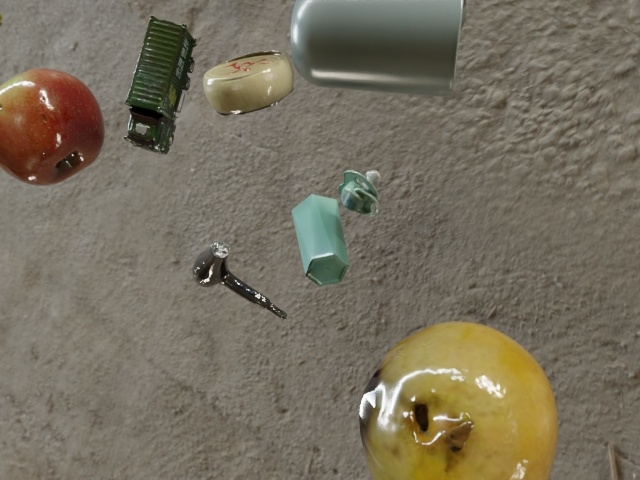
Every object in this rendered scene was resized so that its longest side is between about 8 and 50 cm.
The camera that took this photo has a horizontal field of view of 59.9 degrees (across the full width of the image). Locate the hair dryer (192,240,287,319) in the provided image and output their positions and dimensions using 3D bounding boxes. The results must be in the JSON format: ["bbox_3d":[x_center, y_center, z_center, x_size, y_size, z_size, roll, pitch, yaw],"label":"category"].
[{"bbox_3d":[-0.151,0.089,1.103,0.219,0.075,0.195,34,154,-8],"label":"hair dryer"}]

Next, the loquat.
[{"bbox_3d":[0.099,0.135,0.402,0.137,0.163,0.163,-7,104,22],"label":"loquat"}]

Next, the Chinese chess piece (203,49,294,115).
[{"bbox_3d":[-0.195,-0.435,1.519,0.249,0.250,0.103,5,127,28],"label":"Chinese chess piece"}]

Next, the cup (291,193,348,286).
[{"bbox_3d":[0.000,0.000,1.455,0.148,0.236,0.134,10,125,-14],"label":"cup"}]

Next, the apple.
[{"bbox_3d":[-0.832,-0.339,1.686,0.348,0.348,0.277,-40,85,34],"label":"apple"}]

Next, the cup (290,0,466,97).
[{"bbox_3d":[0.110,-0.386,1.050,0.311,0.205,0.206,7,112,10],"label":"cup"}]

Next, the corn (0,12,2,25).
[{"bbox_3d":[-0.525,-0.382,0.712,0.097,0.097,0.262,5,147,28],"label":"corn"}]

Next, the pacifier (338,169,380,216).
[{"bbox_3d":[0.112,-0.126,1.370,0.126,0.116,0.150,40,154,16],"label":"pacifier"}]

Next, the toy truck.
[{"bbox_3d":[-0.338,-0.319,1.175,0.088,0.121,0.259,14,88,3],"label":"toy truck"}]
